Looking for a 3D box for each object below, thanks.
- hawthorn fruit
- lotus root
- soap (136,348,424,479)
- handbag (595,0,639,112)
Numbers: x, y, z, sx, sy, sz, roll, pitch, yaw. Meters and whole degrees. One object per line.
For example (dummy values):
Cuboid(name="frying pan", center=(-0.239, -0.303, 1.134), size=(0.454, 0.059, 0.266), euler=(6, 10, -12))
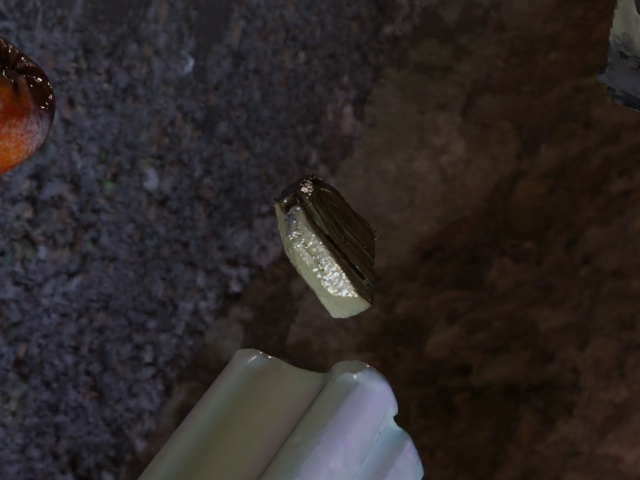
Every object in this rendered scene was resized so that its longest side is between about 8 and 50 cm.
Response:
Cuboid(name="hawthorn fruit", center=(-0.392, -0.146, 1.207), size=(0.173, 0.173, 0.172), euler=(15, 90, -77))
Cuboid(name="lotus root", center=(-0.003, 0.001, 1.182), size=(0.144, 0.070, 0.143), euler=(51, 26, -19))
Cuboid(name="soap", center=(-0.051, 0.206, 0.466), size=(0.289, 0.095, 0.172), euler=(-53, 134, -38))
Cuboid(name="handbag", center=(0.224, -0.108, 0.348), size=(0.162, 0.327, 0.325), euler=(-60, 147, -4))
